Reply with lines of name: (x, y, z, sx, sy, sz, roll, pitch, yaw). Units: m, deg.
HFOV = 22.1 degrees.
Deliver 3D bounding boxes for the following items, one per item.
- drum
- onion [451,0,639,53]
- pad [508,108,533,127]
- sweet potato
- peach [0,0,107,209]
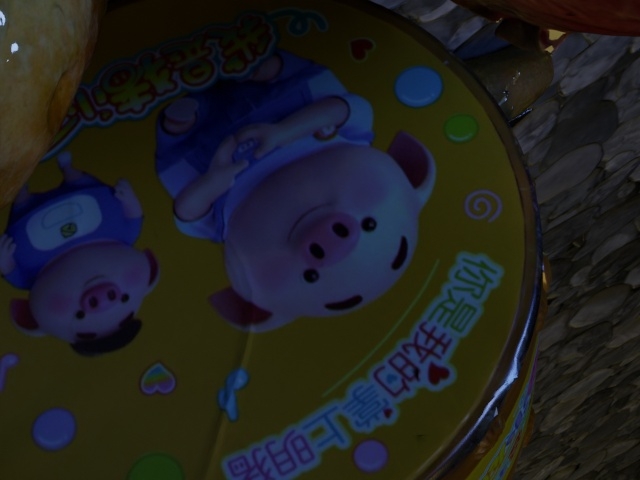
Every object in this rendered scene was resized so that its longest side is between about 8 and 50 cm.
drum: (-0.061, 0.052, 1.091, 0.431, 0.431, 0.214, -30, 154, -7)
onion: (0.119, -0.254, 0.832, 0.354, 0.353, 0.353, -26, 154, -14)
pad: (0.000, 0.000, 1.415, 0.367, 0.007, 0.247, -30, 176, -12)
sweet potato: (0.096, -0.108, 1.380, 0.244, 0.077, 0.077, -21, 153, -26)
peach: (-0.213, -0.111, 0.864, 0.235, 0.214, 0.214, -25, 155, -32)
